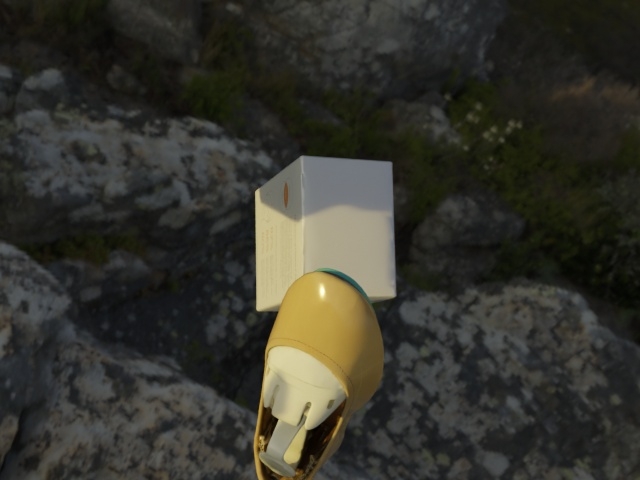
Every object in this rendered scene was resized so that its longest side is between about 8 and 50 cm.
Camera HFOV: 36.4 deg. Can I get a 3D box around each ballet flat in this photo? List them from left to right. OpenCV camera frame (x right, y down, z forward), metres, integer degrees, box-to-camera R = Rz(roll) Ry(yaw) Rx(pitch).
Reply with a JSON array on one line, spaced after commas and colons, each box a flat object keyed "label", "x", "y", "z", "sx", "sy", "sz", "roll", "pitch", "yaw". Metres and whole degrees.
[{"label": "ballet flat", "x": -0.008, "y": 0.111, "z": 0.662, "sx": 0.080, "sy": 0.232, "sz": 0.073, "roll": 25, "pitch": 55, "yaw": 14}]

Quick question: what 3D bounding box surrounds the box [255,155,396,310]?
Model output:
[{"label": "box", "x": 0.000, "y": 0.000, "z": 0.944, "sx": 0.091, "sy": 0.170, "sz": 0.130, "roll": 2, "pitch": 82, "yaw": -18}]
